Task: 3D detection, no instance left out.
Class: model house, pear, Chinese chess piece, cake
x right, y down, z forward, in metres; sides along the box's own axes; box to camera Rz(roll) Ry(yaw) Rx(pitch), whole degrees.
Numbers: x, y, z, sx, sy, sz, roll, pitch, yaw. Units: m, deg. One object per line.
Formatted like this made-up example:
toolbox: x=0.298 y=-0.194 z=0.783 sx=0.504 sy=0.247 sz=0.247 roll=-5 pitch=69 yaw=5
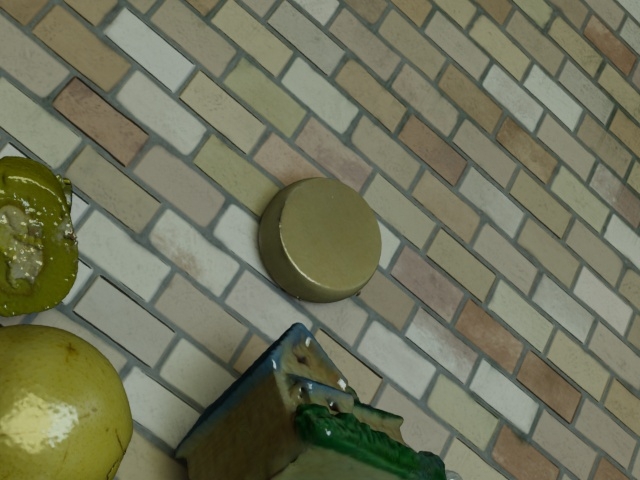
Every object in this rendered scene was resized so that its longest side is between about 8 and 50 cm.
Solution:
model house: x=-0.011 y=0.353 z=1.740 sx=0.382 sy=0.334 sz=0.342 roll=27 pitch=27 yaw=-34
pear: x=-0.472 y=0.299 z=1.524 sx=0.348 sy=0.348 sz=0.348 roll=9 pitch=71 yaw=-27
Chinese chess piece: x=0.000 y=0.000 z=2.022 sx=0.273 sy=0.102 sz=0.273 roll=10 pitch=69 yaw=-27
cake: x=-0.511 y=-0.012 z=1.647 sx=0.179 sy=0.156 sz=0.260 roll=-5 pitch=115 yaw=-22

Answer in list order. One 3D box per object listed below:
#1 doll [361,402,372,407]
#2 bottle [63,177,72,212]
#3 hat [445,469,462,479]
doll: x=0.037 y=0.388 z=1.957 sx=0.190 sy=0.050 sz=0.115 roll=4 pitch=82 yaw=-22
bottle: x=-0.592 y=-0.083 z=1.717 sx=0.286 sy=0.082 sz=0.082 roll=4 pitch=73 yaw=-29
hat: x=0.232 y=0.523 z=2.018 sx=0.162 sy=0.094 sz=0.112 roll=-8 pitch=89 yaw=-50
